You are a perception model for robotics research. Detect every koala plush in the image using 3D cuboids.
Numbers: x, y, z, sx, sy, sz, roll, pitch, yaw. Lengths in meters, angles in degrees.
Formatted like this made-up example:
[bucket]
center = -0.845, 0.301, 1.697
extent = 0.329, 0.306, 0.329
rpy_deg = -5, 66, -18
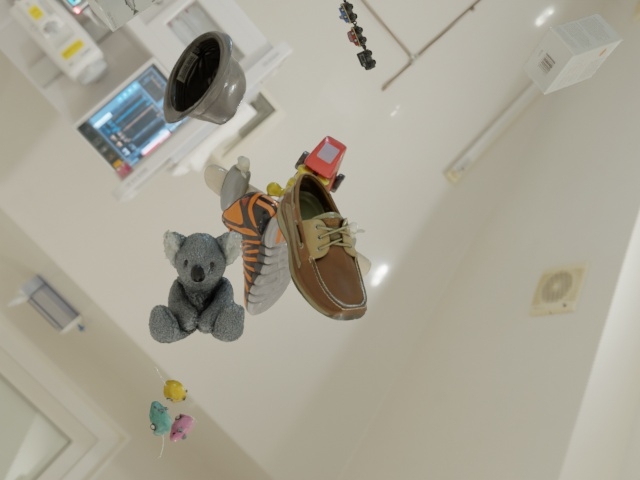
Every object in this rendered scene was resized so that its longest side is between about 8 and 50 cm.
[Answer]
[koala plush]
center = -0.254, 0.083, 1.350
extent = 0.196, 0.221, 0.203
rpy_deg = -2, -170, -1

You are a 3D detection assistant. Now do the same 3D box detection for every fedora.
[fedora]
center = -0.265, -0.371, 1.548
extent = 0.244, 0.124, 0.275
rpy_deg = -37, -134, 24

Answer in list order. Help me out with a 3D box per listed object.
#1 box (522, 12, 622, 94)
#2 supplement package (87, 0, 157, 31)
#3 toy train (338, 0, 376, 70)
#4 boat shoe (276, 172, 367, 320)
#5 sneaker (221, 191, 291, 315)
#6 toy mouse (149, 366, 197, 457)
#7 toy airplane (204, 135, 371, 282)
[box]
center = 0.582, -0.433, 1.481
extent = 0.171, 0.091, 0.130
rpy_deg = -23, 159, -26
[supplement package]
center = -0.486, -0.626, 1.575
extent = 0.179, 0.105, 0.105
rpy_deg = -40, 162, -11
[toy train]
center = 0.077, -0.444, 1.385
extent = 0.036, 0.158, 0.027
rpy_deg = -20, -166, 20
[boat shoe]
center = 0.000, 0.000, 1.192
extent = 0.123, 0.324, 0.119
rpy_deg = -5, 137, -27
[sneaker]
center = -0.159, 0.020, 1.564
extent = 0.125, 0.180, 0.321
rpy_deg = -18, 135, -45
[toy mouse]
center = -0.274, 0.336, 1.194
extent = 0.031, 0.161, 0.143
rpy_deg = -10, -133, 20
[toy airplane]
center = -0.088, -0.057, 1.668
extent = 0.386, 0.384, 0.272
rpy_deg = -12, -178, 3
